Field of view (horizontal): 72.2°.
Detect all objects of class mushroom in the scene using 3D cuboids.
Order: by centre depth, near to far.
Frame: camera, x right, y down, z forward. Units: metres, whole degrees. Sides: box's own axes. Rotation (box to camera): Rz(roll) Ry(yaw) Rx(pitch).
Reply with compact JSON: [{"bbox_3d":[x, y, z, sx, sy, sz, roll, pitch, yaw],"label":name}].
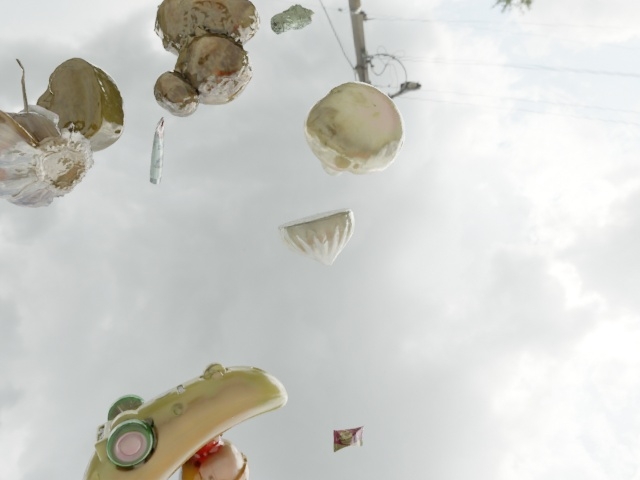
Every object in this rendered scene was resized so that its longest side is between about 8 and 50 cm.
[{"bbox_3d":[0.096,-0.379,1.512,0.353,0.325,0.353,-21,-124,35],"label":"mushroom"}]

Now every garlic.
[{"bbox_3d":[-0.505,-0.190,0.784,0.207,0.207,0.257,6,-108,14],"label":"garlic"}]

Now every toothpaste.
[{"bbox_3d":[-0.499,-0.268,1.341,0.039,0.239,0.062,16,-133,-11],"label":"toothpaste"}]

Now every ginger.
[{"bbox_3d":[-0.248,-0.403,0.942,0.244,0.155,0.304,-4,-112,4],"label":"ginger"}]

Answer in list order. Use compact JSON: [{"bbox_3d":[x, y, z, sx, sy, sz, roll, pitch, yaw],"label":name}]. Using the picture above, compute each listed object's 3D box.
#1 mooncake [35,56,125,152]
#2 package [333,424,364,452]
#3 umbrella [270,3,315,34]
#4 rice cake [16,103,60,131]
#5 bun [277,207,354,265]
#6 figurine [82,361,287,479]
[{"bbox_3d":[-0.610,-0.328,1.114,0.234,0.117,0.235,-2,-95,21],"label":"mooncake"},{"bbox_3d":[0.070,0.484,1.074,0.083,0.059,0.029,-2,-171,-22],"label":"package"},{"bbox_3d":[-0.071,-0.584,1.157,0.067,0.062,0.143,33,-130,31],"label":"umbrella"},{"bbox_3d":[-0.710,-0.223,0.998,0.364,0.072,0.056,-15,-105,31],"label":"rice cake"},{"bbox_3d":[0.000,0.000,1.465,0.263,0.263,0.175,-15,-84,1],"label":"bun"},{"bbox_3d":[-0.191,0.318,0.666,0.324,0.124,0.222,-24,-81,-23],"label":"figurine"}]
